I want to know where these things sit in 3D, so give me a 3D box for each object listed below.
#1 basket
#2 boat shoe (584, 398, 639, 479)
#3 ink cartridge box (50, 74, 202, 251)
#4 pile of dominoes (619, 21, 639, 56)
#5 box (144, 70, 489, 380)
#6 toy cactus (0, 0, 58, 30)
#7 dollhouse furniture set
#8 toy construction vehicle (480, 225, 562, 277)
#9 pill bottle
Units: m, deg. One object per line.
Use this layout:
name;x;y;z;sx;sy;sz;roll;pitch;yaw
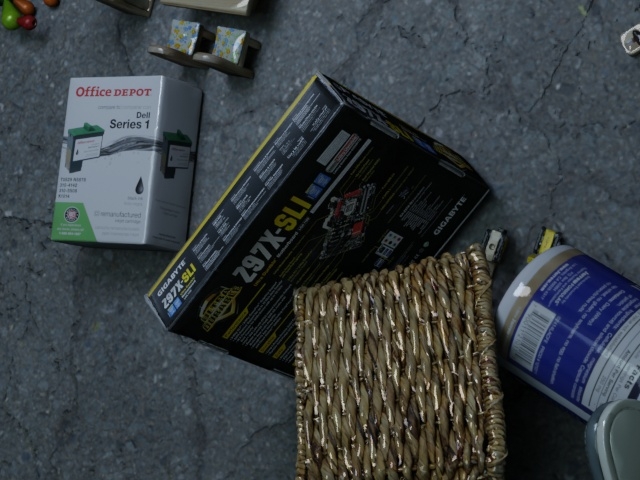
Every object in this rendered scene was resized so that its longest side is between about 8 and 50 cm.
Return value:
basket;0.106;0.191;1.640;0.223;0.213;0.299;-14;47;13
boat shoe;0.314;0.277;1.500;0.099;0.319;0.116;4;45;48
ink cartridge box;-0.250;-0.100;1.993;0.160;0.092;0.219;2;83;31
pile of dominoes;0.452;-0.216;1.623;0.196;0.040;0.251;-50;61;14
box;0.000;0.000;1.727;0.322;0.257;0.079;-52;41;14
toy cactus;-0.447;-0.394;2.165;0.180;0.112;0.219;-4;89;40
dollhouse furniture set;-0.192;-0.340;1.957;0.242;0.161;0.212;13;89;32
toy construction vehicle;0.221;0.026;1.730;0.086;0.035;0.098;18;94;21
pill bottle;0.317;0.129;1.582;0.264;0.153;0.153;34;100;30
